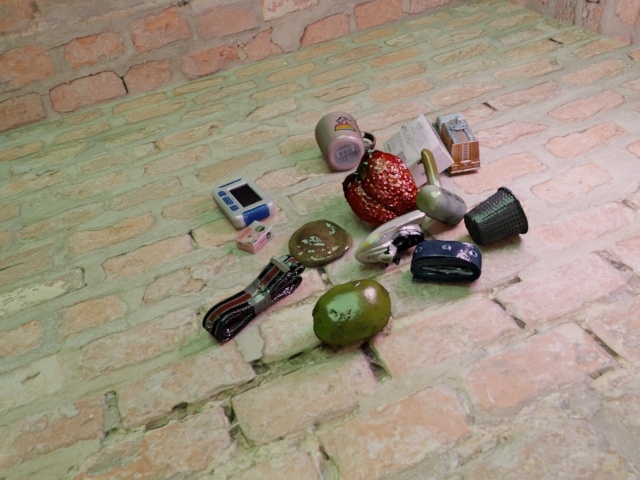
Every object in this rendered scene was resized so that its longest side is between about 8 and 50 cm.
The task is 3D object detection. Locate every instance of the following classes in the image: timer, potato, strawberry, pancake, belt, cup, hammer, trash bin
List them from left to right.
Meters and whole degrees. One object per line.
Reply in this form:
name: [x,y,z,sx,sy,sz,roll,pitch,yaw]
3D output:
timer: [-0.305,-0.148,2.196,0.178,0.078,0.253,-24,42,-20]
belt: [-0.204,0.179,1.741,0.359,0.126,0.094,-38,55,-23]
pancake: [0.000,0.000,1.963,0.242,0.050,0.242,-6,40,5]
cup: [0.117,-0.413,2.356,0.253,0.191,0.200,-1,40,-14]
potato: [0.092,0.205,1.608,0.253,0.148,0.186,-36,43,-28]
strawberry: [0.236,-0.177,2.007,0.288,0.250,0.238,34,27,11]
hammer: [0.400,-0.204,1.960,0.113,0.202,0.305,-32,54,33]
belt: [0.394,0.058,1.744,0.218,0.122,0.128,4,37,19]
trash bin: [0.570,-0.064,1.841,0.161,0.175,0.175,-28,40,-2]

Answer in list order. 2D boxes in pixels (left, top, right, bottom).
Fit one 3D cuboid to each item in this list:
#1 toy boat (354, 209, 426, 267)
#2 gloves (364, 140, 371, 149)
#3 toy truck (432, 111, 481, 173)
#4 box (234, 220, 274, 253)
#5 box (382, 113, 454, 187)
toy boat: [0.243,0.008,1.841,0.269,0.140,0.141,-36,45,-26]
gloves: [0.198,-0.418,2.458,0.081,0.037,0.044,13,79,19]
toy truck: [0.549,-0.408,2.258,0.136,0.162,0.305,-9,38,2]
box: [-0.240,-0.013,2.037,0.089,0.043,0.125,16,46,29]
box: [0.379,-0.348,2.200,0.203,0.116,0.274,-36,34,19]
